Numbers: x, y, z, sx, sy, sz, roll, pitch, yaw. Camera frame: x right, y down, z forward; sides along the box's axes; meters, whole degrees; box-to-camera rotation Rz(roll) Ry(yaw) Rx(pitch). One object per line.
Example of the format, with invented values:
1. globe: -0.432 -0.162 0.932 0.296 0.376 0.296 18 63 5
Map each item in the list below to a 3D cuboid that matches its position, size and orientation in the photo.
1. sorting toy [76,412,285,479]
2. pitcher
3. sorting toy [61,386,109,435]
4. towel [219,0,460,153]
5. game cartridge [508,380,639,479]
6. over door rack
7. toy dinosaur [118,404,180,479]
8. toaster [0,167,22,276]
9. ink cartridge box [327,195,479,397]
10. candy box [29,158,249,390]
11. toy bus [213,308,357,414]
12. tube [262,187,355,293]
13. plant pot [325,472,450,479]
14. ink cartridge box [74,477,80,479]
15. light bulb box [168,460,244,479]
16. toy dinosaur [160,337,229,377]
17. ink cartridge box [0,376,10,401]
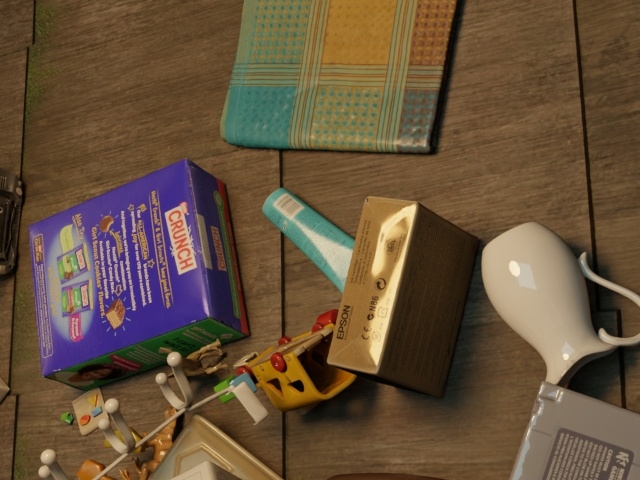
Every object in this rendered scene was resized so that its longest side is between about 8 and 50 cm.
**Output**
1. sorting toy: -0.199 0.374 1.936 0.307 0.041 0.229 35 95 19
2. pitcher: 0.319 0.072 1.731 0.178 0.125 0.207 -27 74 2
3. sorting toy: -0.379 0.278 2.113 0.083 0.012 0.062 -33 62 16
4. towel: 0.026 -0.266 2.037 0.370 0.040 0.271 5 79 28
5. game cartridge: 0.321 0.343 1.637 0.196 0.060 0.294 19 86 12
6. over door rack: -0.240 0.258 1.766 0.239 0.108 0.324 -38 13 -23
7. toy dinosaur: -0.237 0.347 1.984 0.112 0.064 0.211 -18 68 23
8. toaster: -0.605 -0.020 2.266 0.146 0.129 0.227 -7 74 32
9. ink cartridge box: 0.115 0.079 1.789 0.088 0.193 0.234 8 79 33
10. candy box: -0.288 0.058 2.066 0.317 0.122 0.268 -21 65 24
11. toy bus: -0.036 0.194 1.889 0.191 0.202 0.104 -30 93 11
12. tube: 0.000 0.000 1.967 0.207 0.052 0.080 41 102 27
13. plant pot: 0.093 0.391 1.720 0.230 0.215 0.215 13 82 46
14. ink cartridge box: -0.404 0.588 2.003 0.330 0.071 0.324 -39 60 9
15. light bulb box: -0.192 0.544 1.714 0.358 0.225 0.361 -30 52 15
16. toy dinosaur: -0.186 0.185 1.960 0.092 0.183 0.053 -19 77 -6
17. ink cartridge box: -0.700 0.270 2.187 0.270 0.197 0.198 -51 58 7
